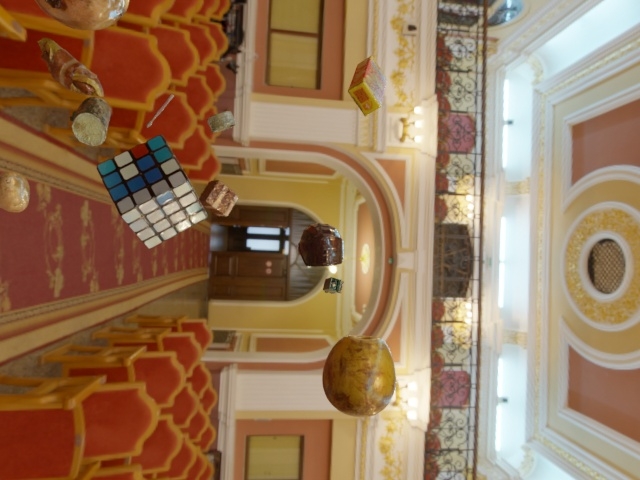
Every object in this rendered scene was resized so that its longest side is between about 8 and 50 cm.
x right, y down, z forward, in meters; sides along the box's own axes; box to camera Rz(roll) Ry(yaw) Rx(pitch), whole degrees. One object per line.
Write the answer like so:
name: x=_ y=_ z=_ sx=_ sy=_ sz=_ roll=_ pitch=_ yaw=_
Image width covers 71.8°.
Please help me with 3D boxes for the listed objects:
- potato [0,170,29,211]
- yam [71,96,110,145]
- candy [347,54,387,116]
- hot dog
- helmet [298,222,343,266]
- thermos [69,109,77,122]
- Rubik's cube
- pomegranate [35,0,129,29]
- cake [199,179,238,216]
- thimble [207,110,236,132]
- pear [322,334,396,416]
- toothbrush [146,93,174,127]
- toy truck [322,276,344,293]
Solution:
potato: x=-1.255 y=-0.197 z=1.788 sx=0.235 sy=0.128 sz=0.161 roll=1 pitch=-91 yaw=61
yam: x=-0.732 y=-0.393 z=1.421 sx=0.183 sy=0.107 sz=0.107 roll=-109 pitch=-159 yaw=-47
candy: x=0.210 y=-0.680 z=1.934 sx=0.088 sy=0.146 sz=0.276 roll=-23 pitch=-148 yaw=33
hot dog: x=-0.894 y=-0.595 z=1.553 sx=0.093 sy=0.261 sz=0.123 roll=-57 pitch=-171 yaw=-35
helmet: x=0.000 y=0.000 z=2.216 sx=0.305 sy=0.225 sz=0.177 roll=-119 pitch=-155 yaw=-57
thermos: x=-1.125 y=-0.611 z=2.134 sx=0.073 sy=0.187 sz=0.083 roll=63 pitch=24 yaw=-44
Rubik's cube: x=-0.361 y=-0.104 z=0.966 sx=0.151 sy=0.154 sz=0.155 roll=55 pitch=-12 yaw=24
pomegranate: x=-0.776 y=-0.834 z=1.411 sx=0.322 sy=0.322 sz=0.322 roll=-178 pitch=-90 yaw=-82
cake: x=-0.493 y=-0.200 z=2.138 sx=0.134 sy=0.147 sz=0.135 roll=5 pitch=-119 yaw=56
thimble: x=-0.410 y=-0.490 z=1.828 sx=0.062 sy=0.110 sz=0.084 roll=68 pitch=-13 yaw=-7
pear: x=0.134 y=0.465 z=1.537 sx=0.281 sy=0.280 sz=0.281 roll=-178 pitch=-90 yaw=-82
toothbrush: x=-0.749 y=-0.603 z=2.060 sx=0.194 sy=0.014 sz=0.017 roll=-52 pitch=-164 yaw=-4
toy truck: x=0.060 y=0.224 z=2.160 sx=0.147 sy=0.079 sz=0.065 roll=147 pitch=-42 yaw=-71
